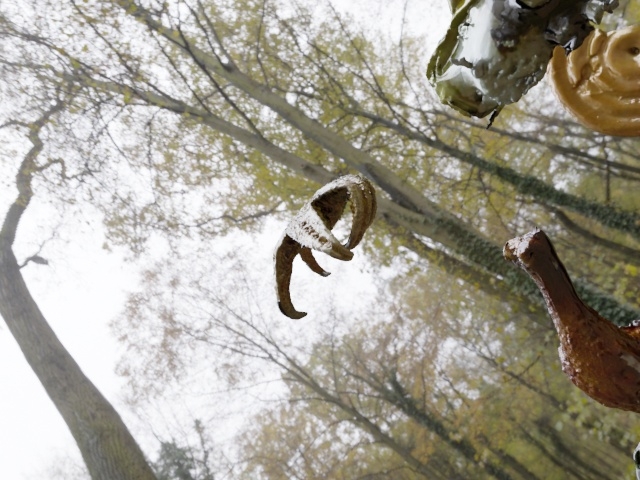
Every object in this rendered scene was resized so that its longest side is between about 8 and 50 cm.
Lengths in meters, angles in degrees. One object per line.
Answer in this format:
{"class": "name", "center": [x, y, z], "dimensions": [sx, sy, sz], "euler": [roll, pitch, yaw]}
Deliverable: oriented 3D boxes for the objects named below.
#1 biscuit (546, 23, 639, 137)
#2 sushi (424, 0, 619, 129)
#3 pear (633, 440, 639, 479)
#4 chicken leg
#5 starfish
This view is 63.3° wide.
{"class": "biscuit", "center": [0.396, -0.208, 0.683], "dimensions": [0.033, 0.224, 0.144], "euler": [-28, -44, -43]}
{"class": "sushi", "center": [0.195, -0.233, 0.494], "dimensions": [0.291, 0.139, 0.131], "euler": [132, 159, -60]}
{"class": "pear", "center": [0.652, 0.361, 0.771], "dimensions": [0.239, 0.256, 0.163], "euler": [1, -99, -36]}
{"class": "chicken leg", "center": [0.392, 0.134, 0.681], "dimensions": [0.407, 0.096, 0.157], "euler": [33, -99, -13]}
{"class": "starfish", "center": [0.001, 0.001, 0.514], "dimensions": [0.146, 0.074, 0.190], "euler": [-48, 1, 11]}
